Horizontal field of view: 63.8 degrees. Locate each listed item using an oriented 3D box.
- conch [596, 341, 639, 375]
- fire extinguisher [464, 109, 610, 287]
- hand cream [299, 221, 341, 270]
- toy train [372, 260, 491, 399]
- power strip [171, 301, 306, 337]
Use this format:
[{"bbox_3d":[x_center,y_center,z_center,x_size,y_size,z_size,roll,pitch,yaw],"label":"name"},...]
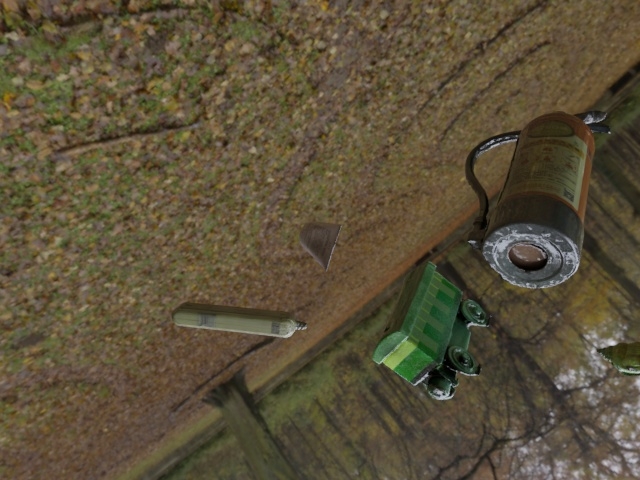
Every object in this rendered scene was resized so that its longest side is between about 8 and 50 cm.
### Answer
[{"bbox_3d":[0.730,0.271,1.162,0.095,0.079,0.201,-8,176,-30],"label":"conch"},{"bbox_3d":[0.304,-0.103,0.763,0.376,0.200,0.113,-54,152,-41],"label":"fire extinguisher"},{"bbox_3d":[0.000,0.000,0.938,0.142,0.053,0.084,28,-78,64],"label":"hand cream"},{"bbox_3d":[0.237,0.191,1.081,0.120,0.202,0.301,-55,178,37],"label":"toy train"},{"bbox_3d":[-0.233,0.234,1.505,0.092,0.388,0.066,-87,-177,-81],"label":"power strip"}]
